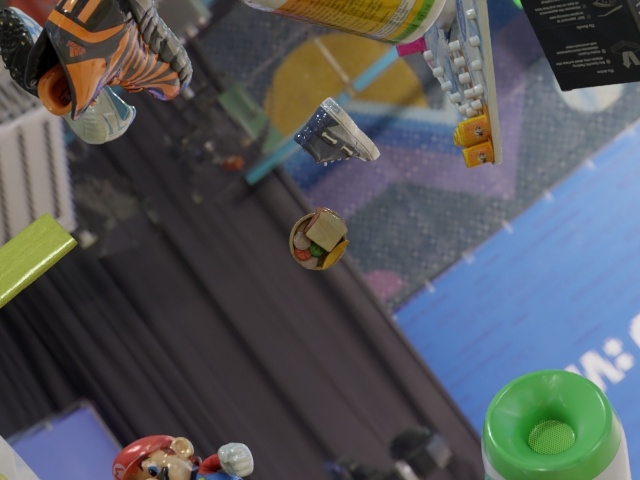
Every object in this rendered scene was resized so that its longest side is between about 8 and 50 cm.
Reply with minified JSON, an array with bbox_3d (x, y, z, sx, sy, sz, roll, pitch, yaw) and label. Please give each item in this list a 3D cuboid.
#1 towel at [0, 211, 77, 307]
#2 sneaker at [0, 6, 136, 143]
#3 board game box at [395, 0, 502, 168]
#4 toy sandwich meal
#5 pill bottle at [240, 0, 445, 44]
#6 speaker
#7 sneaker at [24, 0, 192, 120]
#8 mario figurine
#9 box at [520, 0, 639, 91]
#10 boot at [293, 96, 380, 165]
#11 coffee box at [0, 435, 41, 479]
[{"bbox_3d":[-0.411,0.062,1.716,0.237,0.021,0.102,-41,40,-10],"label":"towel"},{"bbox_3d":[-0.347,-0.224,1.852,0.086,0.237,0.085,-34,-13,-49],"label":"sneaker"},{"bbox_3d":[0.143,-0.350,1.881,0.050,0.390,0.390,-17,-51,-5],"label":"board game box"},{"bbox_3d":[0.000,0.000,1.824,0.085,0.085,0.029,-36,13,-4],"label":"toy sandwich meal"},{"bbox_3d":[-0.006,-0.278,1.320,0.245,0.136,0.136,9,-34,-32],"label":"pill bottle"},{"bbox_3d":[0.226,0.252,1.268,0.131,0.131,0.296,-35,-44,-17],"label":"speaker"},{"bbox_3d":[-0.276,-0.220,1.723,0.180,0.124,0.321,-54,-21,-10],"label":"sneaker"},{"bbox_3d":[-0.194,0.411,2.150,0.198,0.320,0.170,-61,-23,-24],"label":"mario figurine"},{"bbox_3d":[0.350,-0.278,1.700,0.156,0.158,0.093,0,36,49],"label":"box"},{"bbox_3d":[0.023,-0.149,2.115,0.086,0.069,0.190,-45,-31,3],"label":"boot"},{"bbox_3d":[-0.535,0.450,1.736,0.338,0.338,0.334,66,-151,-48],"label":"coffee box"}]
